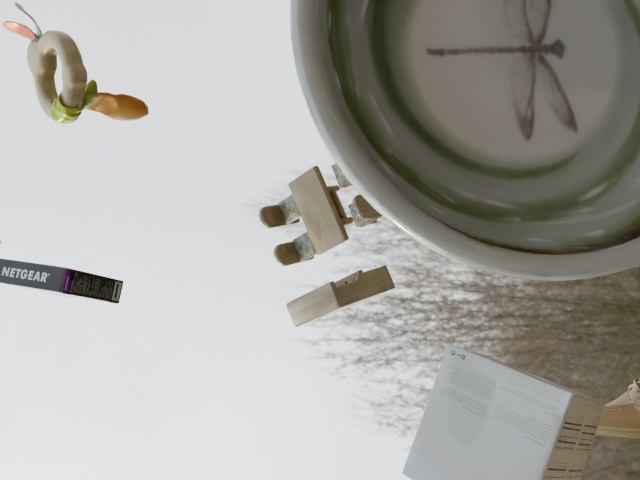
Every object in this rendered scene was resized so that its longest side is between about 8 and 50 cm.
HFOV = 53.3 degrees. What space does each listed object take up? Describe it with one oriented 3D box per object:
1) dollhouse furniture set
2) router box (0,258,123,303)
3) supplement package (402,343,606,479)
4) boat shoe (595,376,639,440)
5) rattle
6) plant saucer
[{"bbox_3d":[0.000,0.000,1.075,0.161,0.212,0.242,-13,-103,-49],"label":"dollhouse furniture set"},{"bbox_3d":[-0.456,0.070,1.101,0.133,0.179,0.046,28,-111,-61],"label":"router box"},{"bbox_3d":[0.262,0.284,0.913,0.149,0.194,0.203,23,-93,-46],"label":"supplement package"},{"bbox_3d":[0.604,0.293,1.146,0.121,0.341,0.110,40,-134,-77],"label":"boat shoe"},{"bbox_3d":[-0.363,-0.267,0.948,0.143,0.199,0.130,-22,-35,-30],"label":"rattle"},{"bbox_3d":[0.171,-0.165,0.536,0.100,0.401,0.400,149,128,-81],"label":"plant saucer"}]
